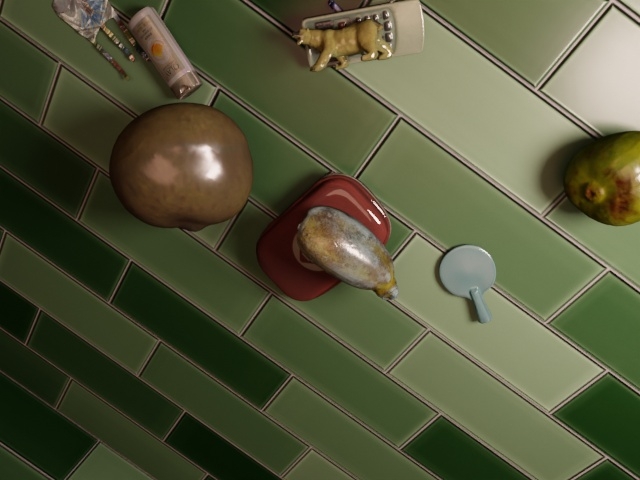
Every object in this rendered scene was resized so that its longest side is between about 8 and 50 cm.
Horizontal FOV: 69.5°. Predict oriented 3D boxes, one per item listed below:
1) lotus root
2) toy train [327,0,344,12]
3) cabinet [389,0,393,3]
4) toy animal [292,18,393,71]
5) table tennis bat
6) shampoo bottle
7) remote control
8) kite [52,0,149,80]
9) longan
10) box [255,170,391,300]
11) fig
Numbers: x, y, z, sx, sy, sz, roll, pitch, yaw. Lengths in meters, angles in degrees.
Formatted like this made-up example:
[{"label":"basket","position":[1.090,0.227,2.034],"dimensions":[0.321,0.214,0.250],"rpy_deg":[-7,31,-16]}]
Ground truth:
[{"label":"lotus root","position":[0.087,0.032,1.138],"dimensions":[0.322,0.158,0.140],"rpy_deg":[34,115,-12]},{"label":"toy train","position":[0.048,-0.546,1.106],"dimensions":[0.083,0.017,0.017],"rpy_deg":[44,114,-5]},{"label":"cabinet","position":[0.128,-0.672,0.841],"dimensions":[0.227,0.318,0.290],"rpy_deg":[-27,91,23]},{"label":"toy animal","position":[0.050,-0.452,1.061],"dimensions":[0.218,0.103,0.101],"rpy_deg":[-6,107,17]},{"label":"table tennis bat","position":[0.419,0.121,1.272],"dimensions":[0.149,0.038,0.237],"rpy_deg":[-21,101,20]},{"label":"shampoo bottle","position":[-0.411,-0.494,1.226],"dimensions":[0.086,0.056,0.227],"rpy_deg":[-27,103,24]},{"label":"remote control","position":[0.101,-0.486,1.092],"dimensions":[0.285,0.038,0.123],"rpy_deg":[-1,125,15]},{"label":"kite","position":[-0.607,-0.585,1.266],"dimensions":[0.169,0.015,0.310],"rpy_deg":[-31,99,24]},{"label":"longan","position":[-0.357,-0.183,1.202],"dimensions":[0.361,0.361,0.361],"rpy_deg":[5,113,13]},{"label":"box","position":[0.000,0.000,1.291],"dimensions":[0.404,0.108,0.263],"rpy_deg":[-40,97,25]},{"label":"fig","position":[0.678,-0.147,1.027],"dimensions":[0.225,0.203,0.203],"rpy_deg":[-31,104,-17]}]
